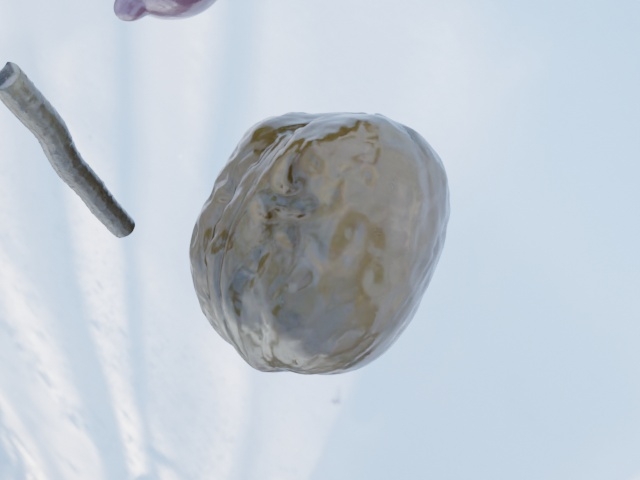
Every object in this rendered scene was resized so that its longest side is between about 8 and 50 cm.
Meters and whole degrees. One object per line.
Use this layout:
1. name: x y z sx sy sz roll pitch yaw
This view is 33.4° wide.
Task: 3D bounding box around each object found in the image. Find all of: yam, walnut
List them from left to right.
1. yam: -0.312 -0.103 1.329 0.045 0.045 0.327 14 154 25
2. walnut: 0.000 0.000 1.488 0.308 0.398 0.354 31 175 -33

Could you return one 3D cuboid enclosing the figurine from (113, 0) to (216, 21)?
1. figurine: -0.209 -0.386 1.479 0.173 0.173 0.173 38 151 26
